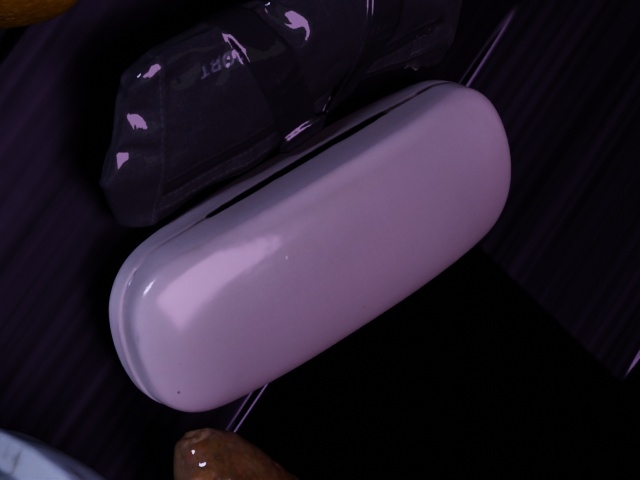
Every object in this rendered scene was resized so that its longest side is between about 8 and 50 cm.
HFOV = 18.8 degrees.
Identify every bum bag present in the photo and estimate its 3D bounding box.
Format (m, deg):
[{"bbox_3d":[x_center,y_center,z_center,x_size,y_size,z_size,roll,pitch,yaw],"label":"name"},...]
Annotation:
[{"bbox_3d":[-0.016,-0.078,0.797,0.197,0.049,0.087,-34,146,-25],"label":"bum bag"}]

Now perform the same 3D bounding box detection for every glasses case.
[{"bbox_3d":[0.000,0.000,0.828,0.204,0.051,0.081,-30,123,-27],"label":"glasses case"}]

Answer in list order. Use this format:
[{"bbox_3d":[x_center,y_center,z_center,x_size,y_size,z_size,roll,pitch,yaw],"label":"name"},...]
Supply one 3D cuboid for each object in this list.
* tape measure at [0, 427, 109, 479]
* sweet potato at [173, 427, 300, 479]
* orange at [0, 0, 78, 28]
[{"bbox_3d":[-0.150,0.192,0.715,0.246,0.125,0.243,-47,134,-18],"label":"tape measure"},{"bbox_3d":[-0.007,0.198,0.862,0.097,0.097,0.292,-33,114,-25],"label":"sweet potato"},{"bbox_3d":[-0.116,-0.116,0.685,0.085,0.085,0.095,-63,152,-4],"label":"orange"}]
